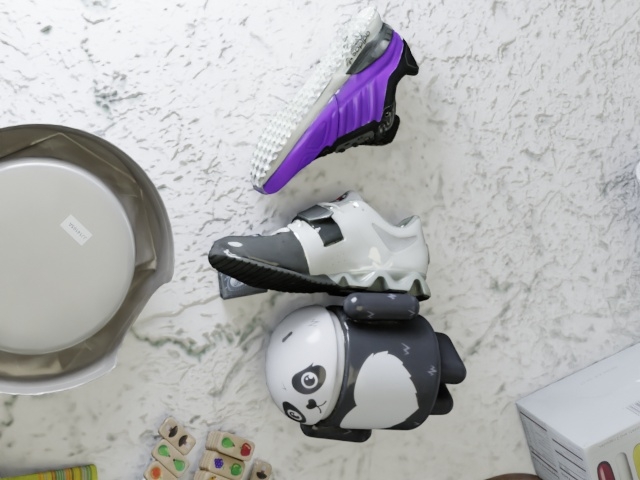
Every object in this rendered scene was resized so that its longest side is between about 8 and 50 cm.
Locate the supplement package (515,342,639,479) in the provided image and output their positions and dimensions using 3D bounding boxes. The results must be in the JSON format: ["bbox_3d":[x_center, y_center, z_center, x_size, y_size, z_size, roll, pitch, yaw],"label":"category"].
[{"bbox_3d":[0.475,0.289,1.745,0.261,0.204,0.145,-23,109,-13],"label":"supplement package"}]

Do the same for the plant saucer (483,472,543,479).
[{"bbox_3d":[0.303,0.527,1.825,0.310,0.050,0.311,-4,102,-17],"label":"plant saucer"}]

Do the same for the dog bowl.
[{"bbox_3d":[-0.365,0.017,1.450,0.348,0.102,0.349,-5,104,-19],"label":"dog bowl"}]

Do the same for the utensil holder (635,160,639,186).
[{"bbox_3d":[0.685,0.019,1.680,0.327,0.327,0.386,-27,106,-12],"label":"utensil holder"}]

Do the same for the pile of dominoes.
[{"bbox_3d":[-0.170,0.390,1.585,0.196,0.040,0.251,27,72,-30],"label":"pile of dominoes"}]

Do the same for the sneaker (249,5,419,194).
[{"bbox_3d":[0.032,-0.161,1.546,0.146,0.102,0.293,38,88,-23],"label":"sneaker"}]

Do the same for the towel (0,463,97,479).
[{"bbox_3d":[-0.409,0.363,1.518,0.237,0.021,0.102,0,91,-36],"label":"towel"}]

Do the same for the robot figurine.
[{"bbox_3d":[0.061,0.181,1.593,0.278,0.173,0.209,7,82,-20],"label":"robot figurine"}]

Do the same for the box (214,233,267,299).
[{"bbox_3d":[-0.111,0.036,1.586,0.067,0.018,0.083,-9,105,-18],"label":"box"}]

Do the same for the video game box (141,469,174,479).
[{"bbox_3d":[-0.236,0.455,1.588,0.205,0.048,0.187,-47,110,-27],"label":"video game box"}]

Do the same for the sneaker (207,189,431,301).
[{"bbox_3d":[0.000,0.000,1.569,0.330,0.122,0.146,7,78,-28],"label":"sneaker"}]
